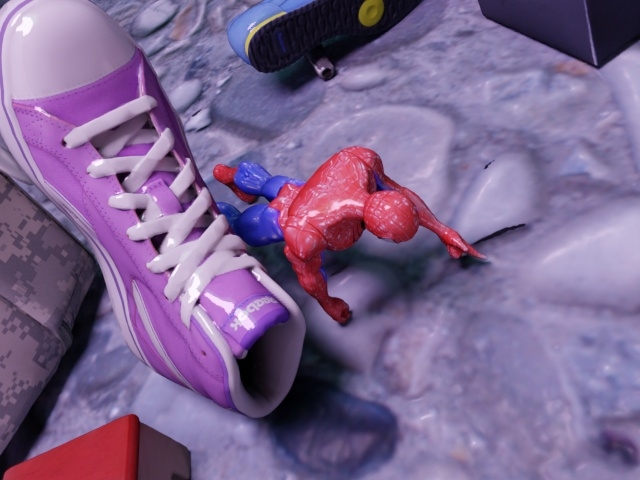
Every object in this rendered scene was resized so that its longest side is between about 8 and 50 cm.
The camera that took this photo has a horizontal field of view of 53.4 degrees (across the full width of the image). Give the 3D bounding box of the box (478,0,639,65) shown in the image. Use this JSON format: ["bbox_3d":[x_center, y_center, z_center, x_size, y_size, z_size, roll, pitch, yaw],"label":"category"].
[{"bbox_3d":[0.230,-0.248,0.530,0.158,0.093,0.156,-35,41,-1],"label":"box"}]

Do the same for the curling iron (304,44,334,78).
[{"bbox_3d":[-0.022,-0.270,0.752,0.068,0.035,0.274,-25,43,11],"label":"curling iron"}]

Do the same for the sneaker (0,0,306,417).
[{"bbox_3d":[-0.083,-0.012,0.384,0.102,0.282,0.161,-38,36,-28],"label":"sneaker"}]

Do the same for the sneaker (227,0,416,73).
[{"bbox_3d":[0.001,-0.245,0.662,0.209,0.069,0.082,-25,47,-11],"label":"sneaker"}]

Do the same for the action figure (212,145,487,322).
[{"bbox_3d":[0.000,0.000,0.470,0.091,0.139,0.280,-54,23,-15],"label":"action figure"}]

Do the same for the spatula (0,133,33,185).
[{"bbox_3d":[-0.258,-0.053,0.618,0.019,0.168,0.242,-53,36,-3],"label":"spatula"}]

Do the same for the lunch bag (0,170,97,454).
[{"bbox_3d":[-0.359,0.055,0.475,0.212,0.305,0.256,-16,44,20],"label":"lunch bag"}]

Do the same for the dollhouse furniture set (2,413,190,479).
[{"bbox_3d":[-0.266,0.245,0.355,0.374,0.152,0.201,-26,43,10],"label":"dollhouse furniture set"}]
